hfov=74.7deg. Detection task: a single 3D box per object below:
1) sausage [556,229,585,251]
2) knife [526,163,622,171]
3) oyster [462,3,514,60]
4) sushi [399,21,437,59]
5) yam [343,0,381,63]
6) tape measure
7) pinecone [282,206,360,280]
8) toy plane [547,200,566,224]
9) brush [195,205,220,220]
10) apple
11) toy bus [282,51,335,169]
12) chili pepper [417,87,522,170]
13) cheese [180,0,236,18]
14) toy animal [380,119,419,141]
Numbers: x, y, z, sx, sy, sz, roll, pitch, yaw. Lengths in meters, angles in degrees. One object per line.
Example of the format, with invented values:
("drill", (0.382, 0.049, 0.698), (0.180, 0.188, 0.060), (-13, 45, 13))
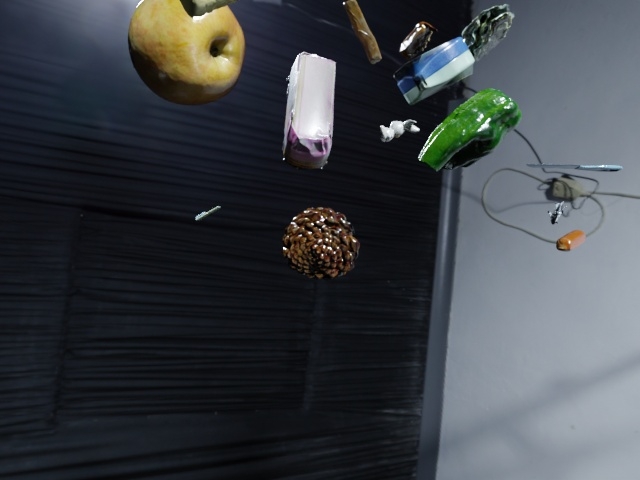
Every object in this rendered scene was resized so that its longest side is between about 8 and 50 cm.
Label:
("sausage", (0.662, 0.002, 1.109), (0.039, 0.131, 0.041), (15, 113, 44))
("knife", (0.817, -0.236, 1.347), (0.044, 0.313, 0.019), (75, -163, -85))
("oyster", (0.613, -0.770, 1.582), (0.112, 0.198, 0.267), (57, 166, 11))
("sushi", (0.249, -0.514, 1.085), (0.120, 0.055, 0.052), (-43, 39, 47))
("yam", (0.160, -0.777, 1.564), (0.241, 0.057, 0.057), (60, 158, -18))
("tape measure", (0.424, -0.622, 1.548), (0.138, 0.262, 0.259), (63, -176, -12))
("pinecone", (0.000, 0.000, 1.203), (0.221, 0.221, 0.221), (-23, 63, 58))
("toy plane", (0.771, -0.087, 1.368), (0.031, 0.078, 0.083), (-131, 31, -54))
("brush", (-0.327, -0.081, 1.217), (0.084, 0.016, 0.013), (-27, 74, 14))
("apple", (-0.445, -0.661, 1.439), (0.346, 0.391, 0.391), (31, 113, 33))
("toy bus", (-0.039, -0.437, 1.414), (0.162, 0.171, 0.386), (113, 162, -69))
("chili pepper", (0.542, -0.375, 1.509), (0.385, 0.213, 0.167), (-42, 22, 9))
("cheese", (-0.266, -0.627, 1.018), (0.094, 0.167, 0.123), (45, 159, 26))
("toy animal", (0.411, -0.568, 2.188), (0.127, 0.182, 0.131), (61, 175, 44))
